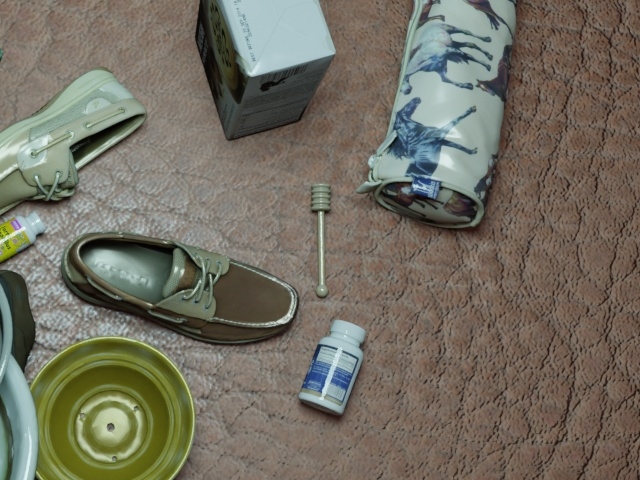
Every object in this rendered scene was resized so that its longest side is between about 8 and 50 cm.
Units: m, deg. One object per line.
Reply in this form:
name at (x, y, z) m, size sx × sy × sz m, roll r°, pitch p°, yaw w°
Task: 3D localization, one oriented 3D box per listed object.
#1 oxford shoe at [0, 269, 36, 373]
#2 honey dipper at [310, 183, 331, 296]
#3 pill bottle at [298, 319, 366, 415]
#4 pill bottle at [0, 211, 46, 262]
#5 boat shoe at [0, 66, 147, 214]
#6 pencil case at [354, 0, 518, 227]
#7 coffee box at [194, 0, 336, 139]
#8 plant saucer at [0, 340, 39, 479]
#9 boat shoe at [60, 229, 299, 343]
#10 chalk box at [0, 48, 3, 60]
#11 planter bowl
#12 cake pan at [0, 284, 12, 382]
oxford shoe at (-0.399, 0.149, 1.420) m, size 0.082 × 0.096 × 0.227 m, roll 8°, pitch 98°, yaw 21°
honey dipper at (0.000, 0.000, 1.569) m, size 0.030 × 0.030 × 0.161 m, roll 3°, pitch 81°, yaw -12°
pill bottle at (0.020, 0.173, 1.518) m, size 0.067 × 0.067 × 0.120 m, roll 24°, pitch 75°, yaw -7°
pill bottle at (-0.408, -0.005, 1.469) m, size 0.083 × 0.043 × 0.043 m, roll -33°, pitch 87°, yaw -17°
boat shoe at (-0.362, -0.106, 1.464) m, size 0.098 × 0.109 × 0.302 m, roll 43°, pitch 67°, yaw 10°
pencil case at (0.179, -0.233, 1.588) m, size 0.183 × 0.160 × 0.410 m, roll 17°, pitch 75°, yaw -24°
coffee box at (-0.082, -0.260, 1.462) m, size 0.118 × 0.297 × 0.168 m, roll -17°, pitch 84°, yaw -12°
plant saucer at (-0.532, 0.264, 1.316) m, size 0.400 × 0.100 × 0.401 m, roll 2°, pitch 64°, yaw -4°
boat shoe at (-0.183, 0.061, 1.469) m, size 0.324 × 0.116 × 0.123 m, roll 11°, pitch 77°, yaw -10°
chalk box at (-0.541, -0.131, 1.371) m, size 0.180 × 0.289 × 0.179 m, roll 29°, pitch 41°, yaw -8°
planter bowl at (-0.271, 0.237, 1.425) m, size 0.217 × 0.090 × 0.217 m, roll 2°, pitch 75°, yaw -8°
cake pan at (-0.506, 0.128, 1.298) m, size 0.293 × 0.054 × 0.293 m, roll 2°, pitch 65°, yaw -4°
